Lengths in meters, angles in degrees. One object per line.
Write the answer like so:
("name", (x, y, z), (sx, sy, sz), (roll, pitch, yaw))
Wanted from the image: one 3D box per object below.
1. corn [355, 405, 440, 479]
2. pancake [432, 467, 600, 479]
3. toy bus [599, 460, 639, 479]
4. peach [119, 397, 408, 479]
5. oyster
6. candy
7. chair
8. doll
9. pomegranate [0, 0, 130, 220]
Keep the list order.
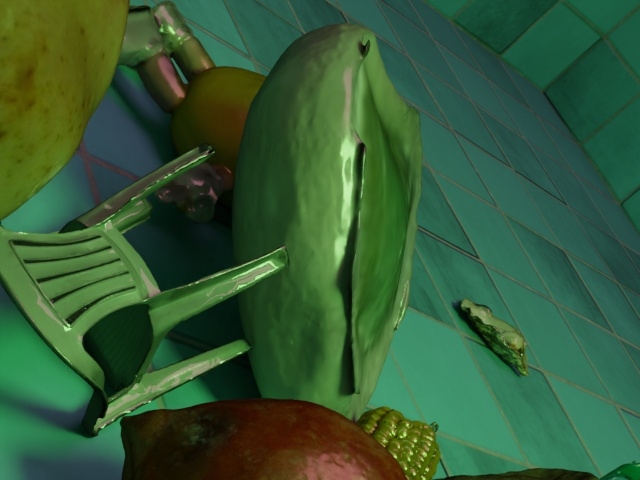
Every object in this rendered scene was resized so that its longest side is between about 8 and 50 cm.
("corn", (0.042, 0.270, 1.213), (0.102, 0.102, 0.313), (44, 31, -10))
("pancake", (0.184, 0.272, 1.371), (0.222, 0.236, 0.042), (9, 77, -76))
("toy bus", (0.434, 0.448, 1.592), (0.199, 0.183, 0.344), (27, 29, -37))
("peach", (-0.053, 0.220, 0.996), (0.257, 0.232, 0.232), (47, 21, 2))
("oyster", (0.274, 0.138, 2.020), (0.146, 0.045, 0.122), (28, 31, -28))
("candy", (0.000, 0.000, 1.365), (0.386, 0.186, 0.427), (47, 44, -75))
("chair", (-0.182, 0.035, 1.124), (0.274, 0.190, 0.203), (-28, 75, -40))
("doll", (-0.122, -0.146, 1.607), (0.348, 0.161, 0.423), (1, 50, -46))
("pomegranate", (-0.339, -0.174, 0.943), (0.411, 0.411, 0.411), (40, 22, -20))
